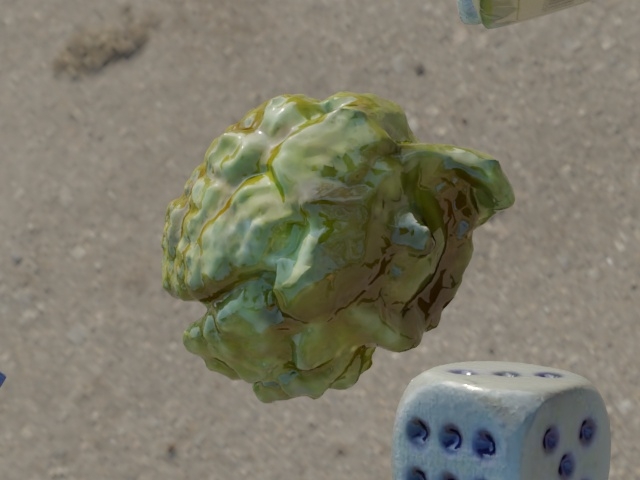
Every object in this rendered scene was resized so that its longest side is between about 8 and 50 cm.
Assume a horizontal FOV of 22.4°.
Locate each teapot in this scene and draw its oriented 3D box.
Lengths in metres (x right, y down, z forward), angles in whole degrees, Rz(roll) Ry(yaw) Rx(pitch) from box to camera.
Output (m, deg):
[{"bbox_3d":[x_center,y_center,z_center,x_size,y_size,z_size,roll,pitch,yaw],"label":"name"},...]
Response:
[{"bbox_3d":[0.184,-0.300,1.916,0.064,0.064,0.083,-22,29,17],"label":"teapot"}]

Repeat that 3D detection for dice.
[{"bbox_3d":[0.206,0.243,1.843,0.193,0.191,0.194,10,101,45],"label":"dice"}]

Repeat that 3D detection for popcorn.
[{"bbox_3d":[0.005,-0.007,1.567,0.335,0.279,0.274,-59,8,-28],"label":"popcorn"}]

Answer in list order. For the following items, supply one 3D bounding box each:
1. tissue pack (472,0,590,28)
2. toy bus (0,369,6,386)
[{"bbox_3d":[0.173,-0.248,1.148,0.159,0.234,0.125,-16,82,4],"label":"tissue pack"},{"bbox_3d":[-0.428,0.127,1.836,0.051,0.153,0.061,-56,33,-10],"label":"toy bus"}]
